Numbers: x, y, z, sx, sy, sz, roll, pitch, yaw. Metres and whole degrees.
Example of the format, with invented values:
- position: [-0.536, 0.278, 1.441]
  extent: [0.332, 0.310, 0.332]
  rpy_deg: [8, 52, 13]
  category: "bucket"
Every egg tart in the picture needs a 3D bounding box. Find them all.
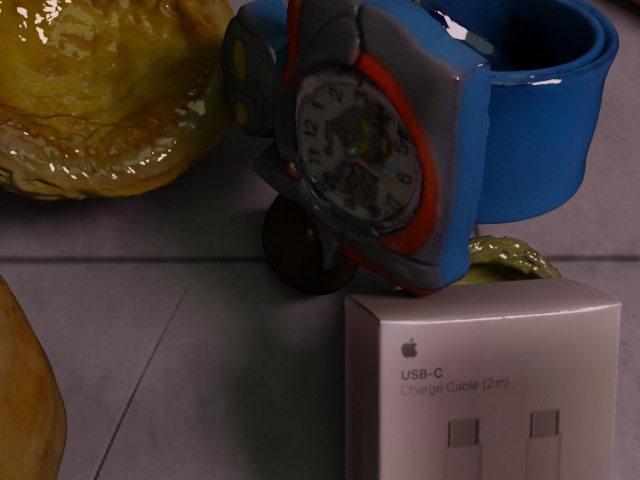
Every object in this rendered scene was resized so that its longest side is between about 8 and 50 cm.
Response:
- position: [0.141, 0.087, 0.784]
  extent: [0.197, 0.078, 0.197]
  rpy_deg: [0, 92, -11]
  category: "egg tart"
- position: [-0.229, -0.157, 0.780]
  extent: [0.319, 0.128, 0.319]
  rpy_deg: [8, 65, -17]
  category: "egg tart"

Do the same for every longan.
- position: [0.000, 0.000, 0.798]
  extent: [0.119, 0.106, 0.106]
  rpy_deg: [26, 56, -47]
  category: "longan"

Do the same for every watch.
- position: [0.078, -0.131, 0.726]
  extent: [0.274, 0.241, 0.305]
  rpy_deg: [-28, 48, -33]
  category: "watch"

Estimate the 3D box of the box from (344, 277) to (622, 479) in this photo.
- position: [0.127, 0.165, 0.694]
  extent: [0.203, 0.106, 0.252]
  rpy_deg: [-2, 99, -13]
  category: "box"

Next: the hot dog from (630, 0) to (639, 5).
- position: [0.527, -0.372, 1.018]
  extent: [0.405, 0.185, 0.223]
  rpy_deg: [-21, 73, -19]
  category: "hot dog"

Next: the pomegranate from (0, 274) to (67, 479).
- position: [-0.339, 0.132, 0.547]
  extent: [0.332, 0.332, 0.332]
  rpy_deg: [5, 67, -11]
  category: "pomegranate"
